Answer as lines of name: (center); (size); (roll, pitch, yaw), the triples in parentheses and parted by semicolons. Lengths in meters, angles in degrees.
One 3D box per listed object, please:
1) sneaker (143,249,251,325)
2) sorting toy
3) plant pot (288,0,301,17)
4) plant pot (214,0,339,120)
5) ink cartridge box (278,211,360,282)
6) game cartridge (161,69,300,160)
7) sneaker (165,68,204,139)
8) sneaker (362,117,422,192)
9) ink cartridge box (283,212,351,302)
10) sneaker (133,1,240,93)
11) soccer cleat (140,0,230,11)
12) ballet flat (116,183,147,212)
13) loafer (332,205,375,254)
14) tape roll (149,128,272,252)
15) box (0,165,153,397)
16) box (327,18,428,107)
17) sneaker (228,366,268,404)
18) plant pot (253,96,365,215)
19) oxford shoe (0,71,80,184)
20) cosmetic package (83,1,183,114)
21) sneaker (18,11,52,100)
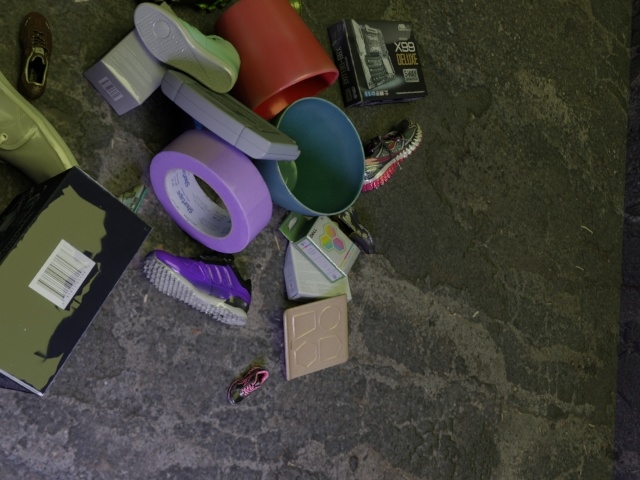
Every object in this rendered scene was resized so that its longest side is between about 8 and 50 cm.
sneaker: (-0.271, 0.074, 1.549); (0.293, 0.102, 0.146); (38, 57, -36)
sorting toy: (-0.013, 0.247, 1.746); (0.208, 0.038, 0.193); (-13, 110, -35)
plant pot: (-0.105, -0.622, 1.812); (0.079, 0.083, 0.083); (-20, 96, -29)
plant pot: (-0.123, -0.457, 1.658); (0.275, 0.275, 0.243); (-27, 90, -40)
ink cartridge box: (0.000, 0.000, 1.770); (0.209, 0.062, 0.109); (45, 44, -13)
game cartridge: (-0.198, -0.267, 1.462); (0.297, 0.062, 0.198); (37, 21, 16)
sneaker: (-0.315, -0.308, 1.595); (0.082, 0.069, 0.209); (33, 45, -72)
sneaker: (0.198, -0.273, 1.984); (0.112, 0.120, 0.299); (53, 55, -19)
ink cartridge box: (-0.017, 0.053, 1.810); (0.189, 0.066, 0.232); (10, 56, -39)
sneaker: (-0.291, -0.439, 1.499); (0.256, 0.094, 0.151); (37, 28, -17)
soccer cleat: (-0.314, -0.619, 1.617); (0.289, 0.093, 0.121); (-19, 89, -41)
ballet flat: (-0.438, -0.032, 1.438); (0.079, 0.077, 0.222); (19, 71, -17)
loafer: (0.093, -0.025, 1.902); (0.061, 0.062, 0.170); (-39, 102, -24)
tape roll: (-0.241, -0.104, 1.477); (0.090, 0.274, 0.275); (-49, 114, -33)
box: (-0.517, 0.075, 1.188); (0.179, 0.312, 0.343); (43, 58, -27)
box: (0.179, -0.537, 2.036); (0.307, 0.076, 0.243); (-14, 92, -41)
sneaker: (-0.170, 0.347, 1.613); (0.119, 0.057, 0.047); (-44, 113, -35)
plant pot: (-0.057, -0.195, 1.701); (0.290, 0.195, 0.290); (7, 79, -40)
oxford shoe: (-0.613, -0.220, 1.251); (0.449, 0.169, 0.130); (51, 52, -14)
cosmetic package: (-0.397, -0.410, 1.507); (0.127, 0.107, 0.238); (51, 52, -24)
sneaker: (-0.572, -0.381, 1.369); (0.066, 0.071, 0.189); (6, 80, -40)
